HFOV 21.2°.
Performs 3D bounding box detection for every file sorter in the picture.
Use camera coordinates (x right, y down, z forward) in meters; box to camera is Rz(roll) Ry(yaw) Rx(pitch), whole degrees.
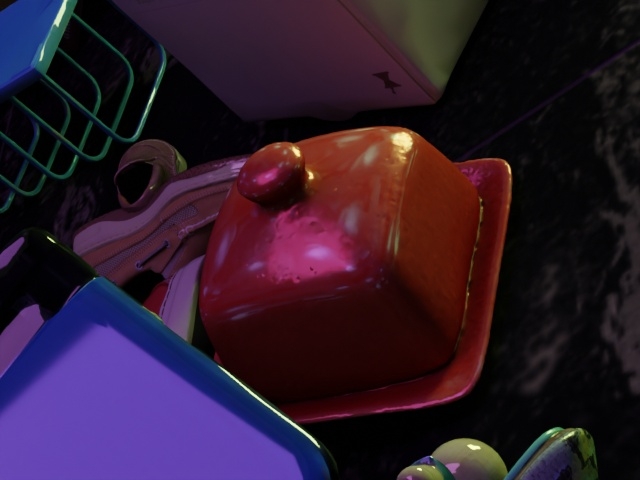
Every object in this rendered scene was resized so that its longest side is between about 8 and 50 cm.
[{"bbox_3d":[-0.216,-0.110,1.305,0.170,0.104,0.118,-24,38,38],"label":"file sorter"}]

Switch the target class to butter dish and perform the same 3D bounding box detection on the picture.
[{"bbox_3d":[0.000,0.000,0.843,0.160,0.118,0.160,-11,44,28],"label":"butter dish"}]

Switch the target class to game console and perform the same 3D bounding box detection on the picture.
[{"bbox_3d":[-0.143,0.160,0.700,0.293,0.173,0.250,-50,-5,-8],"label":"game console"}]

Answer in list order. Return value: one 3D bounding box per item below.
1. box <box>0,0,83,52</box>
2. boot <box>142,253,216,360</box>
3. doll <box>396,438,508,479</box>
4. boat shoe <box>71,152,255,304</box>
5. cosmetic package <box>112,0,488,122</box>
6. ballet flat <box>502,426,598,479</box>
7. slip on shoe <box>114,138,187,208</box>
[{"bbox_3d":[-0.343,-0.283,1.578,0.381,0.143,0.191,20,105,60],"label":"box"},{"bbox_3d":[-0.121,0.129,0.914,0.176,0.088,0.244,-32,25,29],"label":"boot"},{"bbox_3d":[0.020,0.135,0.681,0.046,0.129,0.189,32,41,23],"label":"doll"},{"bbox_3d":[-0.077,0.006,1.034,0.190,0.068,0.072,-26,61,43],"label":"boat shoe"},{"bbox_3d":[0.044,-0.262,1.082,0.197,0.155,0.365,-3,51,49],"label":"cosmetic package"},{"bbox_3d":[0.066,0.161,0.655,0.188,0.070,0.070,-54,29,-6],"label":"ballet flat"},{"bbox_3d":[-0.119,-0.040,1.153,0.051,0.041,0.135,-43,29,10],"label":"slip on shoe"}]
